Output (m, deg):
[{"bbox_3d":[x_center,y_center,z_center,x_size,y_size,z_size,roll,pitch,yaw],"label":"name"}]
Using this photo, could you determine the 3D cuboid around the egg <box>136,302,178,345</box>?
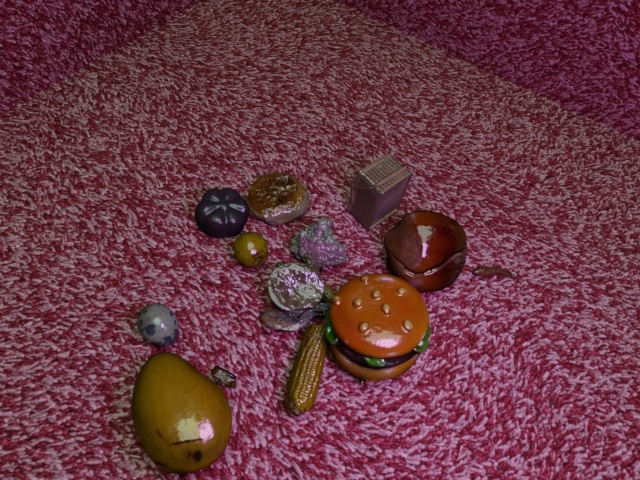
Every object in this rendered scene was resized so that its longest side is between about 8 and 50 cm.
[{"bbox_3d":[-0.620,0.325,1.687,0.141,0.141,0.181,-34,75,-25],"label":"egg"}]

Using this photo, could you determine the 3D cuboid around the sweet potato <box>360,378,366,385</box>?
[{"bbox_3d":[0.210,0.480,1.736,0.065,0.051,0.218,37,60,14],"label":"sweet potato"}]

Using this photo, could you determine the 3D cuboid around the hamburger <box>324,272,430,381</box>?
[{"bbox_3d":[0.228,0.310,1.672,0.396,0.277,0.395,0,45,0],"label":"hamburger"}]

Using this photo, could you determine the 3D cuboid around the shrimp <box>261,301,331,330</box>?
[{"bbox_3d":[-0.080,0.304,1.784,0.317,0.062,0.164,-4,36,-7],"label":"shrimp"}]

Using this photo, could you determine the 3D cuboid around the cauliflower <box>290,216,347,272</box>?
[{"bbox_3d":[0.000,0.000,1.961,0.256,0.239,0.315,-19,29,27],"label":"cauliflower"}]

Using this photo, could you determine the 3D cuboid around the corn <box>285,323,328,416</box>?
[{"bbox_3d":[-0.045,0.482,1.668,0.120,0.120,0.363,16,54,4],"label":"corn"}]

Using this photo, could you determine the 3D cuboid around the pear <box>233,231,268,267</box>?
[{"bbox_3d":[-0.301,0.039,1.910,0.149,0.149,0.162,-23,58,-20],"label":"pear"}]

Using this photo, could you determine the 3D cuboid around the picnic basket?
[{"bbox_3d":[0.268,-0.233,2.055,0.228,0.313,0.175,-34,68,-24],"label":"picnic basket"}]

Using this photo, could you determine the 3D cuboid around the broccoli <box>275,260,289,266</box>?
[{"bbox_3d":[-0.148,0.155,1.877,0.120,0.131,0.130,-13,66,30],"label":"broccoli"}]

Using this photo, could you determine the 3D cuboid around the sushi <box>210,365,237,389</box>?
[{"bbox_3d":[-0.360,0.514,1.646,0.120,0.052,0.055,26,76,7],"label":"sushi"}]

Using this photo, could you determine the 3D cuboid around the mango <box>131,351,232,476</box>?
[{"bbox_3d":[-0.482,0.567,1.501,0.301,0.220,0.445,-25,60,-18],"label":"mango"}]

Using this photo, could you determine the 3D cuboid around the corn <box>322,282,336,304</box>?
[{"bbox_3d":[-0.010,0.197,1.886,0.207,0.068,0.068,39,61,19],"label":"corn"}]

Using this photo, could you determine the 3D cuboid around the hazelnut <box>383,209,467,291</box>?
[{"bbox_3d":[0.456,0.042,1.899,0.372,0.372,0.315,0,18,-7],"label":"hazelnut"}]

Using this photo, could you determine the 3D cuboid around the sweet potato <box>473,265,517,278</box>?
[{"bbox_3d":[0.804,0.147,2.031,0.214,0.050,0.050,4,57,-7],"label":"sweet potato"}]

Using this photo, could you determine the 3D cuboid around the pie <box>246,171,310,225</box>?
[{"bbox_3d":[-0.206,-0.212,2.121,0.315,0.092,0.315,2,56,-3],"label":"pie"}]

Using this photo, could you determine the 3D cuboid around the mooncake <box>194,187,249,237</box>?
[{"bbox_3d":[-0.452,-0.129,2.016,0.245,0.133,0.245,7,57,-11],"label":"mooncake"}]

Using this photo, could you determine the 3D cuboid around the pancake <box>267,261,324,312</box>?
[{"bbox_3d":[-0.099,0.190,1.794,0.236,0.042,0.222,-29,76,-20],"label":"pancake"}]
